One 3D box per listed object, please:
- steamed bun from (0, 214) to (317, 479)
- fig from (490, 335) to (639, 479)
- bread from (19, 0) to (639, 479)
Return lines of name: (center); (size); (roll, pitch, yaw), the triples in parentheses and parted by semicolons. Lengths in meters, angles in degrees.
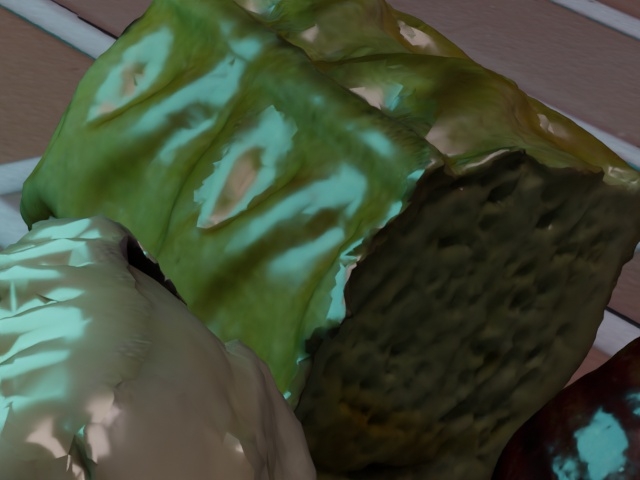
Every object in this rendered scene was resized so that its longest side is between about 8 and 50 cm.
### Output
steamed bun: (-0.119, 0.190, 0.398); (0.394, 0.237, 0.346); (-39, 22, -21)
fig: (0.135, 0.125, 0.736); (0.149, 0.148, 0.202); (-8, 41, 26)
bread: (0.004, -0.005, 0.899); (0.238, 0.196, 0.252); (-10, 29, -38)
